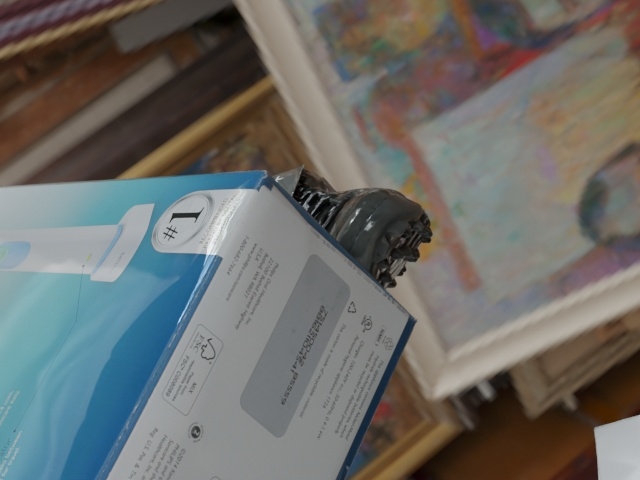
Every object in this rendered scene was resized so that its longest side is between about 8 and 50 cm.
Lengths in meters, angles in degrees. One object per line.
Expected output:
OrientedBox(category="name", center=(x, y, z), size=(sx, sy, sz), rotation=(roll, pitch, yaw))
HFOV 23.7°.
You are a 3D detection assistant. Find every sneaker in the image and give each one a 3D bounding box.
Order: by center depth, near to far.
OrientedBox(category="sneaker", center=(0.000, 0.000, 0.897), size=(0.106, 0.078, 0.234), rotation=(35, 172, 3))

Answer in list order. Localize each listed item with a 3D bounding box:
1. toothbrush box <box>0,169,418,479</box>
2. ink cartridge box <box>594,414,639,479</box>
OrientedBox(category="toothbrush box", center=(-0.133, 0.090, 0.736), size=(0.295, 0.216, 0.126), rotation=(-1, 144, 44))
OrientedBox(category="ink cartridge box", center=(0.275, 0.147, 0.822), size=(0.160, 0.219, 0.093), rotation=(55, -154, -40))
